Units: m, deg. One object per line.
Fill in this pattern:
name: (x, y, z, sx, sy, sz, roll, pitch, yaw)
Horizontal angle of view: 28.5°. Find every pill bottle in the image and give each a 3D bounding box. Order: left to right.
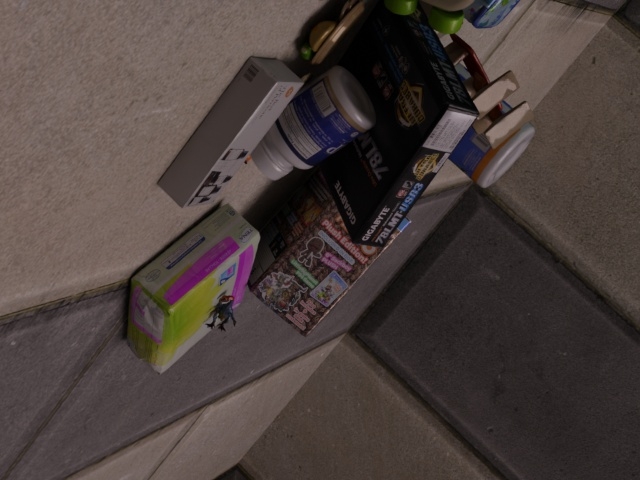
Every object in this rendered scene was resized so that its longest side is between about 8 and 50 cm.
pill bottle: (-0.018, -0.176, 1.947, 0.186, 0.112, 0.112, -32, 174, 22)
pill bottle: (0.256, -0.240, 2.374, 0.152, 0.272, 0.152, -44, 167, -13)

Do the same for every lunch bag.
lunch bag: (0.343, -0.492, 2.314, 0.219, 0.090, 0.176, -50, 170, 17)

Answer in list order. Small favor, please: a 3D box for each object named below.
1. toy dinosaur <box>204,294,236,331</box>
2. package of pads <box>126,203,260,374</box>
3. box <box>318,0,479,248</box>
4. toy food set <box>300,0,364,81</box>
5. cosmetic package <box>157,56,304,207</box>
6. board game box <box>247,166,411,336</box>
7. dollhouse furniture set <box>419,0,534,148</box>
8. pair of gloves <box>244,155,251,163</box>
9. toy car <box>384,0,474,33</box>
toy dinosaur: (-0.171, 0.120, 2.192, 0.090, 0.047, 0.082, -99, -148, -60)
package of pads: (-0.228, 0.094, 2.192, 0.229, 0.101, 0.296, -42, 166, -26)
box: (0.100, -0.192, 1.994, 0.073, 0.296, 0.293, 12, 130, -33)
toy food set: (0.018, -0.316, 1.880, 0.192, 0.038, 0.132, -50, -178, 12)
cosmetic package: (-0.129, -0.155, 1.832, 0.239, 0.060, 0.099, -51, 168, 20)
board game box: (0.000, 0.000, 2.362, 0.291, 0.141, 0.232, -48, -163, 5)
dollhouse furniture set: (0.244, -0.325, 2.146, 0.135, 0.262, 0.259, -37, 131, -1)
pair of gloves: (-0.097, -0.161, 2.043, 0.074, 0.010, 0.083, -43, 167, -16)
toy car: (0.196, -0.433, 1.908, 0.188, 0.149, 0.155, -52, 163, -47)
